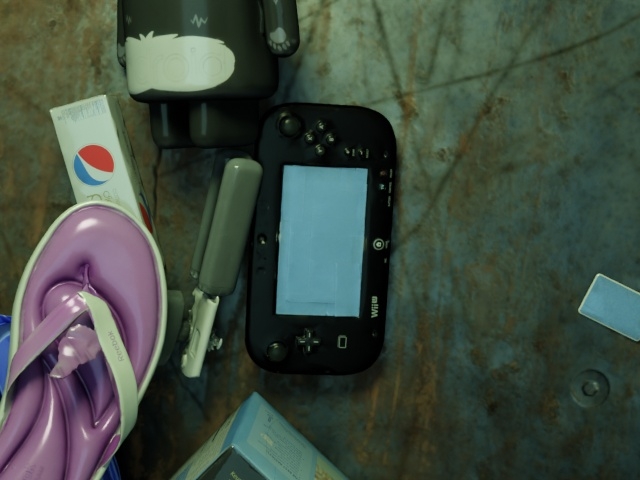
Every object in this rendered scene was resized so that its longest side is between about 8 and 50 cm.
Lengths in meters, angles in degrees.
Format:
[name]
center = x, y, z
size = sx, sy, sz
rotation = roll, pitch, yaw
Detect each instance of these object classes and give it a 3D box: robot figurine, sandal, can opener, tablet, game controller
[robot figurine]
center = -0.130, -0.242, 1.223
size = 0.209, 0.173, 0.278
rotation = -3, 96, -3
[sandal]
center = -0.261, 0.158, 1.168
size = 0.169, 0.102, 0.416
rotation = 17, 79, -14
[can opener]
center = -0.136, 0.031, 1.270
size = 0.093, 0.074, 0.280
rotation = 11, 108, -28
[tablet]
center = 0.358, 0.081, 1.330
size = 0.083, 0.006, 0.054
rotation = 26, 96, -1
[game controller]
center = 0.000, 0.000, 1.296
size = 0.166, 0.067, 0.319
rotation = 3, 97, 1

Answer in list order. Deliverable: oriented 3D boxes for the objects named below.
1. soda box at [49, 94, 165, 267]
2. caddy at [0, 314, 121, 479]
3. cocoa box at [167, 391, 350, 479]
[soda box]
center = -0.245, -0.058, 1.290
size = 0.069, 0.074, 0.216
rotation = -15, 95, 2
[caddy]
center = -0.364, 0.252, 1.275
size = 0.241, 0.179, 0.341
rotation = -18, 90, -18
[cocoa box]
center = -0.037, 0.386, 1.252
size = 0.347, 0.231, 0.228
rotation = 43, 97, -2
